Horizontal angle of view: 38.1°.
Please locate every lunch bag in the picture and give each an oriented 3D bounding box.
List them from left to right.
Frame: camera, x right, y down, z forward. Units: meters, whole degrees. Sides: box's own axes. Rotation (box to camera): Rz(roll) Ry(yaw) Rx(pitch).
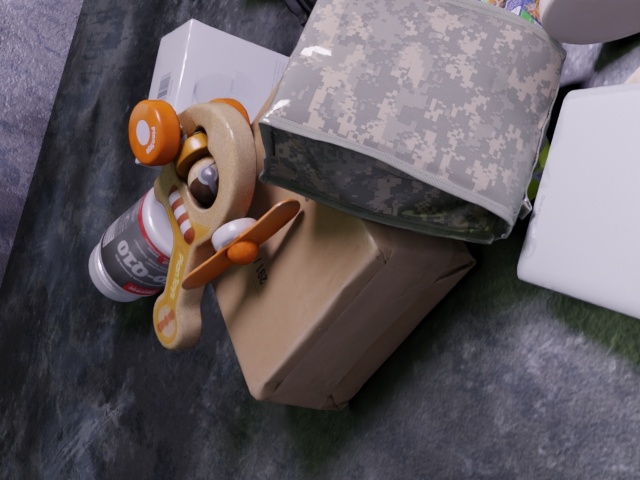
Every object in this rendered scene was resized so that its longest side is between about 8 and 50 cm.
[{"bbox_3d":[0.107,-0.140,1.006,0.169,0.287,0.235,95,-165,-66],"label":"lunch bag"}]

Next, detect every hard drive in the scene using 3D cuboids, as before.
[{"bbox_3d":[0.275,-0.039,0.807,0.307,0.040,0.203,-155,80,-77],"label":"hard drive"}]

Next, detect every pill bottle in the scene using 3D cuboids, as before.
[{"bbox_3d":[-0.315,0.010,1.733,0.283,0.161,0.161,-32,51,47],"label":"pill bottle"}]

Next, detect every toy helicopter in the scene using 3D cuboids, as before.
[{"bbox_3d":[-0.149,-0.002,1.196,0.235,0.140,0.355,38,123,39],"label":"toy helicopter"}]

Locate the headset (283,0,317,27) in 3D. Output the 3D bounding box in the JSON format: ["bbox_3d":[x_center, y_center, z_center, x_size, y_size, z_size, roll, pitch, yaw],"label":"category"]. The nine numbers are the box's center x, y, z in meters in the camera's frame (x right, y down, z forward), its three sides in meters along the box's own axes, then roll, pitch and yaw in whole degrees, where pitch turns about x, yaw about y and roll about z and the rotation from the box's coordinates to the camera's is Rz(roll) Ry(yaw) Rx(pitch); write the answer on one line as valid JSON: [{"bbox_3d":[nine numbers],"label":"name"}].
[{"bbox_3d":[0.050,-0.368,1.377,0.243,0.185,0.394,7,72,42],"label":"headset"}]

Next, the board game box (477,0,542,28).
[{"bbox_3d":[0.196,-0.257,1.142,0.201,0.035,0.136,-27,33,50],"label":"board game box"}]

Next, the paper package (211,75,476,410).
[{"bbox_3d":[0.000,0.000,1.213,0.309,0.168,0.325,-52,46,32],"label":"paper package"}]

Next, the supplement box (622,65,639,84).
[{"bbox_3d":[0.326,-0.132,0.928,0.098,0.036,0.062,-51,38,33],"label":"supplement box"}]

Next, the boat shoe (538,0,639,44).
[{"bbox_3d":[0.357,-0.343,0.915,0.340,0.127,0.158,-32,44,37],"label":"boat shoe"}]

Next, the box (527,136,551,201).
[{"bbox_3d":[0.209,-0.117,1.095,0.109,0.042,0.178,-44,42,37],"label":"box"}]

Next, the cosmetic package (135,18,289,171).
[{"bbox_3d":[-0.160,-0.210,1.533,0.138,0.225,0.224,-6,71,58],"label":"cosmetic package"}]
